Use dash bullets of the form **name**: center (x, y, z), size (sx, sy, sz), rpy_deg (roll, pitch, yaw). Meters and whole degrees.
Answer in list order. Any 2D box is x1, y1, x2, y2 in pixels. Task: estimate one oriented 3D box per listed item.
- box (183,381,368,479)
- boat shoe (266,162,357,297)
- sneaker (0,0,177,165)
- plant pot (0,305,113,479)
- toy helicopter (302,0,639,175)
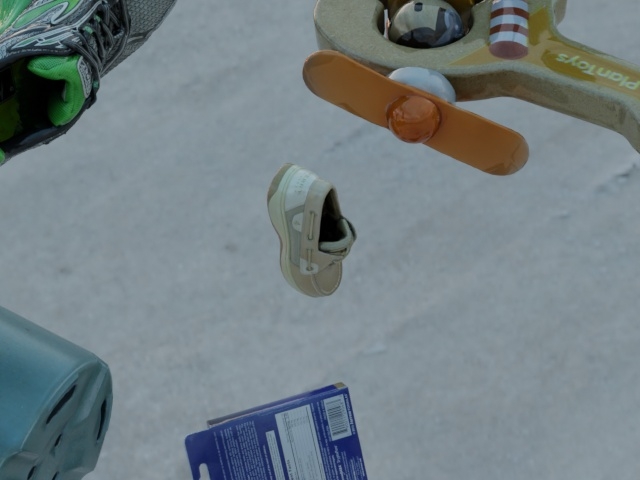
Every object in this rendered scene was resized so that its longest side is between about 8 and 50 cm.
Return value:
- **box**: center (-0.060, 0.278, 1.787), size (0.225, 0.137, 0.036), rpy_deg (-15, 12, -15)
- **boat shoe**: center (0.000, 0.000, 2.102), size (0.098, 0.302, 0.109), rpy_deg (18, 60, 23)
- **sneaker**: center (-0.231, -0.157, 1.230), size (0.146, 0.134, 0.343), rpy_deg (15, 48, 35)
- **plant pot**: center (-0.405, 0.171, 1.348), size (0.334, 0.341, 0.341), rpy_deg (20, 42, 10)
- **toy helicopter**: center (0.147, -0.134, 1.075), size (0.355, 0.140, 0.235), rpy_deg (25, 49, 27)
